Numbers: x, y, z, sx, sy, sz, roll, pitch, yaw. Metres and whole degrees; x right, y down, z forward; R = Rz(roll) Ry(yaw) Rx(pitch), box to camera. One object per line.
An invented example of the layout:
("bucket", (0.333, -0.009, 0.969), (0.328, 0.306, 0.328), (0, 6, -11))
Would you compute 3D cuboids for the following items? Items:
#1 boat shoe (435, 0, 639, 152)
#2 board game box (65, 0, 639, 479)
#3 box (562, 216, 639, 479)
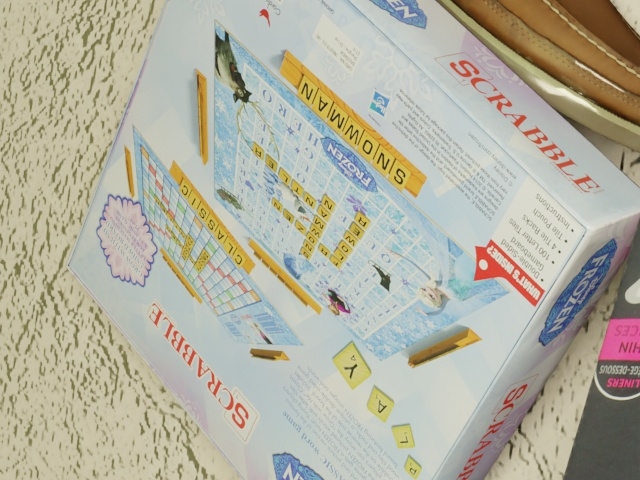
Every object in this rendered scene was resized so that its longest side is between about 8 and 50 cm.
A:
("boat shoe", (0.108, -0.172, 0.961), (0.307, 0.111, 0.104), (45, 109, 27))
("board game box", (0.000, 0.000, 0.975), (0.319, 0.066, 0.318), (48, 131, 26))
("box", (0.214, 0.130, 0.765), (0.165, 0.143, 0.270), (0, 62, 41))
